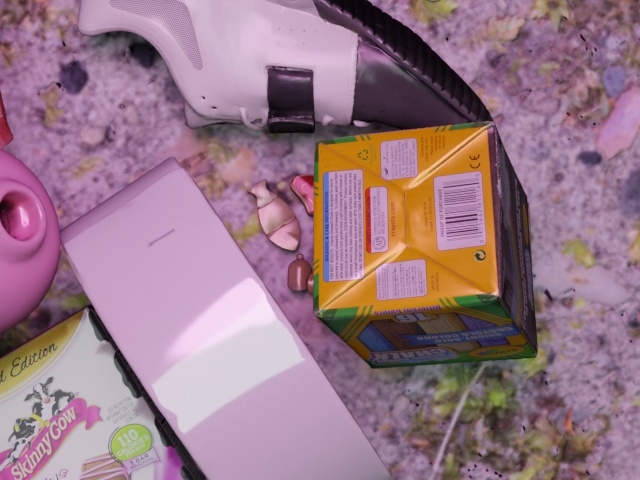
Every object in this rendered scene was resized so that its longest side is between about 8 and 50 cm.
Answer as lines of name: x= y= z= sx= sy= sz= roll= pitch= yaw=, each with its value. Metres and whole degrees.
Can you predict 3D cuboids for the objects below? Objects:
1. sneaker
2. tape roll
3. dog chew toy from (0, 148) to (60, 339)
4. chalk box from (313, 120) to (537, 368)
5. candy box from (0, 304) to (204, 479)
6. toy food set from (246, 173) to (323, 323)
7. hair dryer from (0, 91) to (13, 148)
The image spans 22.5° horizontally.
sneaker: x=-0.030 y=-0.133 z=1.224 sx=0.330 sy=0.122 sz=0.146 roll=29 pitch=106 yaw=-4
tape roll: x=-0.064 y=0.082 z=1.125 sx=0.100 sy=0.286 sz=0.286 roll=-34 pitch=92 yaw=-2
dog chew toy: x=-0.302 y=0.024 z=1.094 sx=0.206 sy=0.331 sz=0.207 roll=18 pitch=64 yaw=-43
chalk box: x=0.083 y=0.016 z=1.175 sx=0.132 sy=0.213 sz=0.132 roll=-6 pitch=70 yaw=14
candy box: x=-0.181 y=0.186 z=1.223 sx=0.159 sy=0.071 sz=0.233 roll=-32 pitch=91 yaw=-2
toy food set: x=0.000 y=0.000 z=1.263 sx=0.078 sy=0.019 sz=0.122 roll=-23 pitch=83 yaw=-4
hair dryer: x=-0.249 y=-0.199 z=1.128 sx=0.080 sy=0.223 sz=0.294 roll=-15 pitch=72 yaw=37
